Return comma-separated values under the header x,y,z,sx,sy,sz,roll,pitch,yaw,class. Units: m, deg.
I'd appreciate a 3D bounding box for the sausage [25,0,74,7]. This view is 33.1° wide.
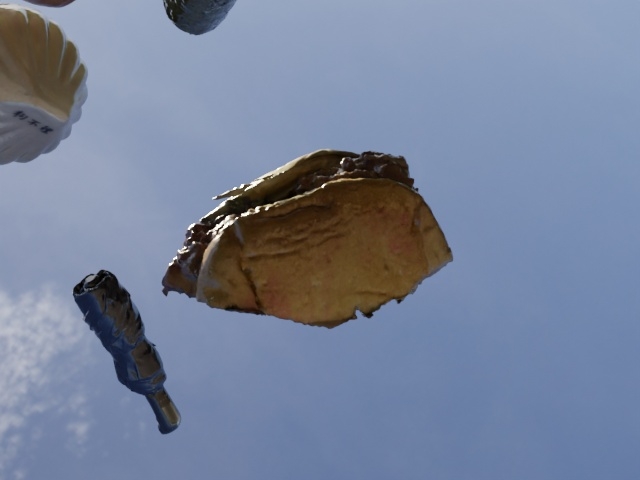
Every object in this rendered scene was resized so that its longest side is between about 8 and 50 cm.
x,y,z,sx,sy,sz,roll,pitch,yaw,class
-0.270,-0.277,0.859,0.238,0.098,0.098,46,-141,18,sausage

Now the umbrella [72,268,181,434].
x,y,z,sx,sy,sz,roll,pitch,yaw,class
-0.219,0.137,1.295,0.248,0.071,0.071,64,-151,-30,umbrella

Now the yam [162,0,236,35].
x,y,z,sx,sy,sz,roll,pitch,yaw,class
-0.159,-0.384,1.562,0.107,0.194,0.107,6,-105,-22,yam

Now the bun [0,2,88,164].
x,y,z,sx,sy,sz,roll,pitch,yaw,class
-0.461,-0.224,1.668,0.263,0.263,0.175,-5,-153,-42,bun

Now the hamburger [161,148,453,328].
x,y,z,sx,sy,sz,roll,pitch,yaw,class
0.000,0.000,1.149,0.282,0.155,0.245,27,-94,-25,hamburger
